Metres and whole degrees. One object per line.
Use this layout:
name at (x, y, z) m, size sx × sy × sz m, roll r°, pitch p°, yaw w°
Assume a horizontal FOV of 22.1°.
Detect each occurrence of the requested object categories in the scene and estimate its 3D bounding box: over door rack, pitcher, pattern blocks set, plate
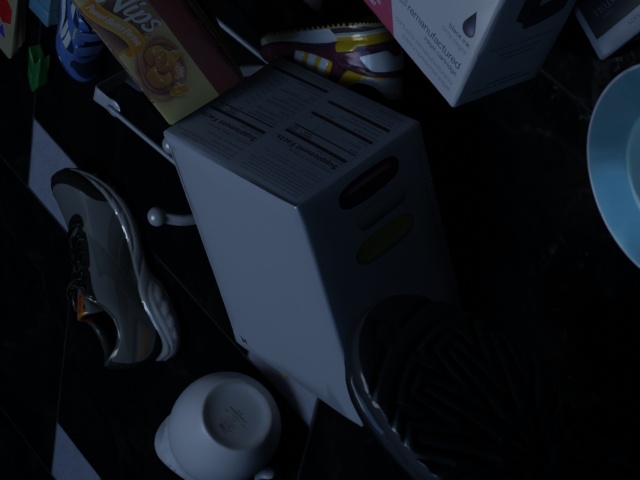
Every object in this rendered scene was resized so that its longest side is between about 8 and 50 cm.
over door rack at (-0.144, -0.142, 1.725) m, size 0.324 × 0.108 × 0.239 m, roll 49°, pitch 142°, yaw 27°
pitcher at (-0.100, 0.243, 1.888) m, size 0.178 × 0.125 × 0.207 m, roll 42°, pitch 155°, yaw 2°
pattern blocks set at (-0.425, -0.340, 2.086) m, size 0.325 × 0.026 × 0.285 m, roll 54°, pitch 145°, yaw 21°
plate at (0.279, -0.048, 1.248) m, size 0.188 × 0.024 × 0.188 m, roll 32°, pitch 132°, yaw 44°

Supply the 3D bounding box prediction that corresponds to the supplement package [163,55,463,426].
supplement package at (0.000, 0.000, 1.509) m, size 0.204 × 0.145 × 0.262 m, roll 30°, pitch 147°, yaw 44°

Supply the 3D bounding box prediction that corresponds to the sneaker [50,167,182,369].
sneaker at (-0.268, 0.033, 2.003) m, size 0.271 × 0.108 × 0.100 m, roll 63°, pitch 148°, yaw 11°

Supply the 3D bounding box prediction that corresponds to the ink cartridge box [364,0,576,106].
ink cartridge box at (0.123, -0.248, 1.234) m, size 0.172 × 0.100 × 0.237 m, roll 53°, pitch 146°, yaw 23°

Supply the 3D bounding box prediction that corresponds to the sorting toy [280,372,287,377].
sorting toy at (-0.037, 0.112, 1.786) m, size 0.075 × 0.045 × 0.083 m, roll -154°, pitch 49°, yaw -71°

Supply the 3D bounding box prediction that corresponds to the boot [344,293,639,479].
boot at (0.081, 0.254, 1.490) m, size 0.367 × 0.146 × 0.445 m, roll 40°, pitch 147°, yaw -7°

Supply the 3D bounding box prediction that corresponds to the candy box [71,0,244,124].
candy box at (-0.185, -0.272, 1.523) m, size 0.183 × 0.087 × 0.316 m, roll 52°, pitch -171°, yaw -42°

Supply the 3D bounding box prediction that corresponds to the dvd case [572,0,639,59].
dvd case at (0.209, -0.276, 1.213) m, size 0.239 × 0.029 × 0.179 m, roll 63°, pitch 147°, yaw 9°

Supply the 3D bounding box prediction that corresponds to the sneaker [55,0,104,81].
sneaker at (-0.271, -0.244, 1.899) m, size 0.059 × 0.053 × 0.144 m, roll 34°, pitch 135°, yaw 38°

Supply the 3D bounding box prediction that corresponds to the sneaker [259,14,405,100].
sneaker at (0.007, -0.161, 1.530) m, size 0.185 × 0.069 × 0.084 m, roll 2°, pitch 105°, yaw 56°
